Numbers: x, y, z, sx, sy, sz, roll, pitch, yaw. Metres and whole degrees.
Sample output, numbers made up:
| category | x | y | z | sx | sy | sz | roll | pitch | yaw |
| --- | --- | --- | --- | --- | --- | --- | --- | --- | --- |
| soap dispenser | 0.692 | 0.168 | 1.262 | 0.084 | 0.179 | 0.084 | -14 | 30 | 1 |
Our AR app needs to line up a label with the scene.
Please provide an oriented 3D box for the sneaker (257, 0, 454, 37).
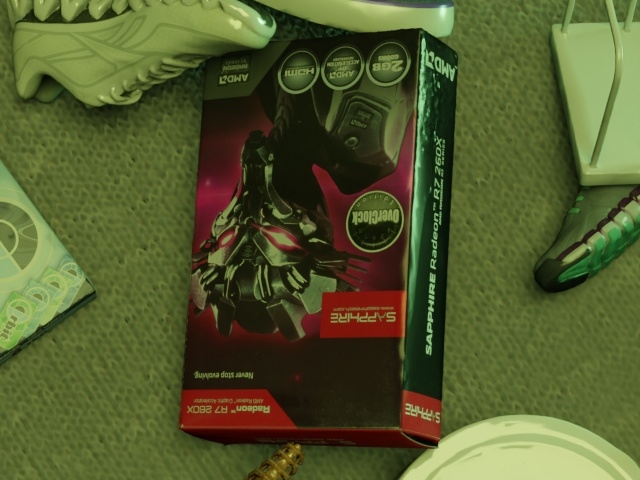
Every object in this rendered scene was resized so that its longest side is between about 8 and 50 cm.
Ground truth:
| category | x | y | z | sx | sy | sz | roll | pitch | yaw |
| --- | --- | --- | --- | --- | --- | --- | --- | --- | --- |
| sneaker | -0.005 | -0.337 | 1.791 | 0.323 | 0.130 | 0.236 | 19 | 106 | 14 |

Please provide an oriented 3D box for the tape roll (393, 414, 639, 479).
| category | x | y | z | sx | sy | sz | roll | pitch | yaw |
| --- | --- | --- | --- | --- | --- | --- | --- | --- | --- |
| tape roll | 0.179 | 0.304 | 1.753 | 0.286 | 0.100 | 0.286 | 1 | 78 | -5 |

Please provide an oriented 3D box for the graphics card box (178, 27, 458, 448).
| category | x | y | z | sx | sy | sz | roll | pitch | yaw |
| --- | --- | --- | --- | --- | --- | --- | --- | --- | --- |
| graphics card box | 0.000 | 0.000 | 1.753 | 0.233 | 0.094 | 0.371 | -2 | 77 | 29 |

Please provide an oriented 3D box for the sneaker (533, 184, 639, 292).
| category | x | y | z | sx | sy | sz | roll | pitch | yaw |
| --- | --- | --- | --- | --- | --- | --- | --- | --- | --- |
| sneaker | 0.272 | -0.039 | 1.859 | 0.224 | 0.083 | 0.098 | -35 | 70 | -21 |

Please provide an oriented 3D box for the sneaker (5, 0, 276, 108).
| category | x | y | z | sx | sy | sz | roll | pitch | yaw |
| --- | --- | --- | --- | --- | --- | --- | --- | --- | --- |
| sneaker | -0.169 | -0.180 | 1.791 | 0.292 | 0.110 | 0.118 | 3 | 85 | 32 |

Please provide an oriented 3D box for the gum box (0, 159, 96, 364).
| category | x | y | z | sx | sy | sz | roll | pitch | yaw |
| --- | --- | --- | --- | --- | --- | --- | --- | --- | --- |
| gum box | -0.327 | 0.022 | 1.802 | 0.157 | 0.041 | 0.184 | -36 | 82 | -12 |

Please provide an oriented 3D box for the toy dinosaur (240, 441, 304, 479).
| category | x | y | z | sx | sy | sz | roll | pitch | yaw |
| --- | --- | --- | --- | --- | --- | --- | --- | --- | --- |
| toy dinosaur | -0.128 | 0.313 | 1.663 | 0.322 | 0.218 | 0.164 | -25 | 80 | -10 |

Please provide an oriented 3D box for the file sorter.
| category | x | y | z | sx | sy | sz | roll | pitch | yaw |
| --- | --- | --- | --- | --- | --- | --- | --- | --- | --- |
| file sorter | 0.378 | -0.183 | 1.814 | 0.278 | 0.173 | 0.193 | -2 | 53 | -5 |
